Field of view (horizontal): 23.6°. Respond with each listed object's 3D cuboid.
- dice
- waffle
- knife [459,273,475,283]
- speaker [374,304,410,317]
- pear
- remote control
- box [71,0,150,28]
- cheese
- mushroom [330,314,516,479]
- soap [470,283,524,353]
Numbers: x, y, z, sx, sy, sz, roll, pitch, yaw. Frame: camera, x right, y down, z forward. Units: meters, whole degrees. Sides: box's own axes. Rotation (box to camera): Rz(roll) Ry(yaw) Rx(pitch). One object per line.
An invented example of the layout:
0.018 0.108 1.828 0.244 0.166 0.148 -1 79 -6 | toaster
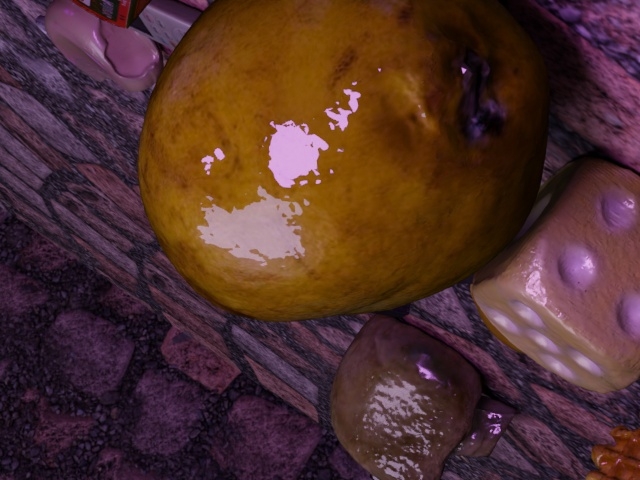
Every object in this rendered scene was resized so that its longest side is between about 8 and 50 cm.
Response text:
0.262 0.034 1.486 0.169 0.166 0.169 40 167 -4 | dice
0.424 0.305 1.965 0.055 0.160 0.211 46 163 -32 | waffle
0.170 0.029 2.018 0.072 0.019 0.245 54 162 -10 | knife
0.022 0.073 2.261 0.218 0.044 0.082 11 171 -7 | speaker
0.014 -0.090 1.360 0.352 0.352 0.413 41 140 -11 | pear
-0.160 -0.256 1.875 0.310 0.038 0.090 28 163 36 | remote control
-0.219 -0.337 1.534 0.177 0.148 0.195 37 167 -3 | box
-0.323 -0.281 2.124 0.163 0.082 0.286 46 166 -28 | cheese
0.142 0.273 2.450 0.292 0.217 0.212 37 163 7 | mushroom
0.237 0.098 2.029 0.089 0.033 0.168 29 162 37 | soap
